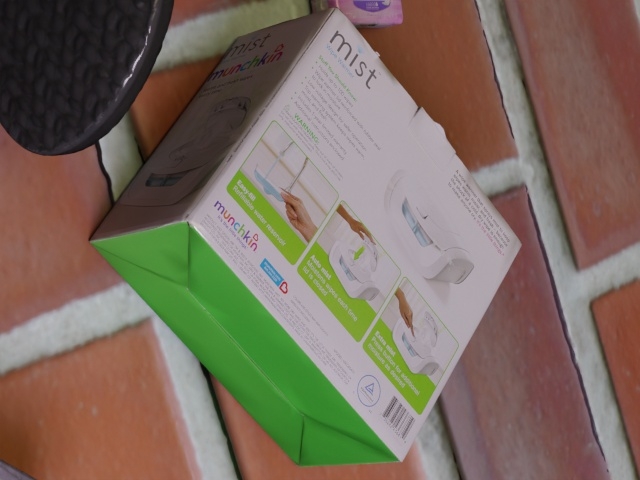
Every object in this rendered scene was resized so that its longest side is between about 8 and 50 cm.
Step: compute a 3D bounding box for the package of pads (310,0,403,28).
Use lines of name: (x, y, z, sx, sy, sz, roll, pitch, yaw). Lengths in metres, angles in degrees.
package of pads: (0.028, -0.200, 1.520, 0.083, 0.032, 0.050, -7, 90, -43)

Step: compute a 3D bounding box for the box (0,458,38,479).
box: (-0.241, 0.263, 1.128, 0.163, 0.142, 0.247, 36, 62, -33)

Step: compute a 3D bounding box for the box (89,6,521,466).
box: (0.000, 0.000, 1.400, 0.262, 0.127, 0.231, 49, 54, -26)

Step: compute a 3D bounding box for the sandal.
sandal: (-0.161, -0.279, 1.281, 0.107, 0.167, 0.446, 6, 79, -60)
